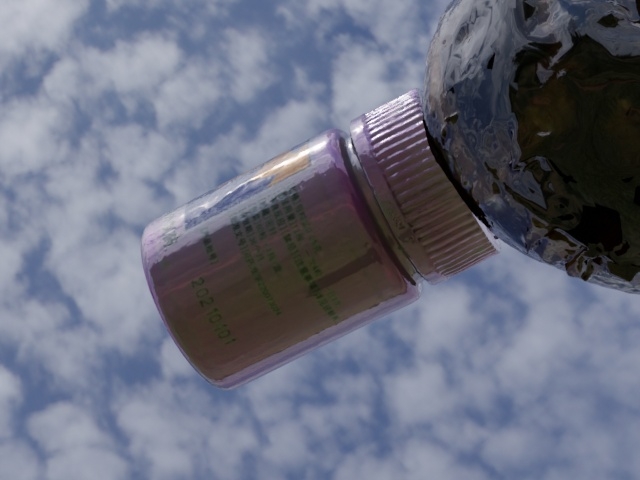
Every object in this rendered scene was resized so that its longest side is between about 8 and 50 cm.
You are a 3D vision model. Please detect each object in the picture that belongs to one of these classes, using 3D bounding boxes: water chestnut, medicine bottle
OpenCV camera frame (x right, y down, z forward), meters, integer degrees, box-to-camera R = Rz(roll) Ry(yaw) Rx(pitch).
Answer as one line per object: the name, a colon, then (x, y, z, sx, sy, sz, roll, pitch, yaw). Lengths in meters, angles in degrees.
water chestnut: (0.209, -0.087, 1.027, 0.300, 0.300, 0.300, -6, -69, -15)
medicine bottle: (0.000, 0.000, 1.271, 0.290, 0.178, 0.178, -28, -64, 12)
